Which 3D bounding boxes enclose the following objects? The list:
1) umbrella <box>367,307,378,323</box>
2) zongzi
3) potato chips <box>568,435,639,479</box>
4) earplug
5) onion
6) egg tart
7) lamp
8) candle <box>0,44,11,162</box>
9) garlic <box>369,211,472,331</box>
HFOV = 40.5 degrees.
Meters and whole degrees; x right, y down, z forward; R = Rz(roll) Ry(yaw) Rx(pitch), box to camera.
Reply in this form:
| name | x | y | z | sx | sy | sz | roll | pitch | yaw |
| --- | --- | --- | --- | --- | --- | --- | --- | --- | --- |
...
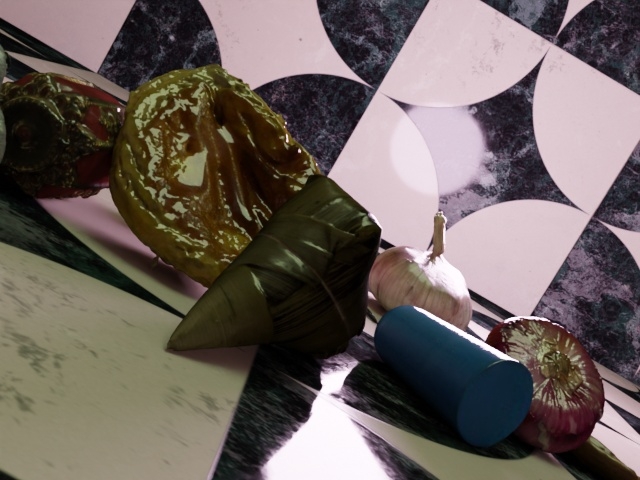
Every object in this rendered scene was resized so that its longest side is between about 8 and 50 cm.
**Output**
| name | x | y | z | sx | sy | sz | roll | pitch | yaw |
| --- | --- | --- | --- | --- | --- | --- | --- | --- | --- |
| umbrella | 0.083 | 0.128 | 1.698 | 0.022 | 0.022 | 0.149 | -14 | 27 | -21 |
| zongzi | -0.061 | 0.101 | 1.046 | 0.145 | 0.300 | 0.273 | 35 | -32 | 24 |
| potato chips | 0.474 | 0.370 | 1.471 | 0.202 | 0.049 | 0.150 | 32 | 5 | 27 |
| earplug | 0.176 | 0.181 | 1.294 | 0.132 | 0.132 | 0.273 | 26 | 5 | -34 |
| onion | 0.347 | 0.246 | 1.430 | 0.230 | 0.163 | 0.229 | 21 | 43 | -21 |
| egg tart | -0.156 | -0.065 | 1.234 | 0.352 | 0.153 | 0.339 | 39 | 48 | -9 |
| lamp | -0.358 | -0.143 | 1.214 | 0.177 | 0.177 | 0.274 | 31 | 9 | 2 |
| candle | -0.437 | -0.147 | 1.009 | 0.169 | 0.192 | 0.068 | -17 | -20 | 30 |
| garlic | 0.225 | 0.063 | 1.853 | 0.245 | 0.253 | 0.245 | 21 | 6 | -2 |
